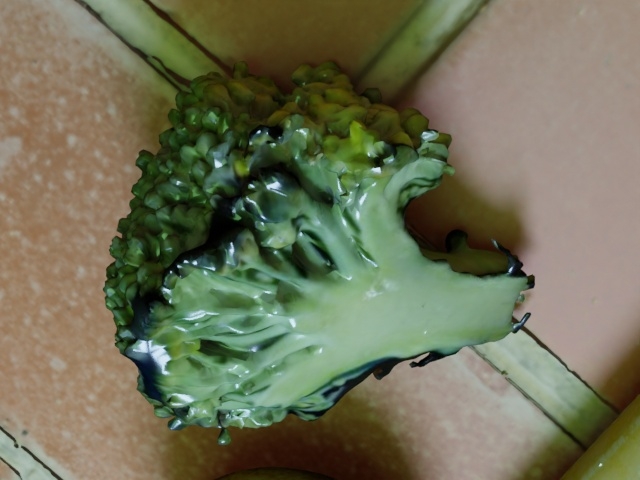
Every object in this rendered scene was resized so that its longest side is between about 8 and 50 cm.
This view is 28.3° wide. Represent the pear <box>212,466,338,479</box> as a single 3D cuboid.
[{"bbox_3d":[-0.023,0.255,0.849,0.197,0.197,0.197,5,112,12],"label":"pear"}]

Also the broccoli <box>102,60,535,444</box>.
[{"bbox_3d":[-0.015,-0.008,0.786,0.180,0.273,0.242,54,136,39],"label":"broccoli"}]

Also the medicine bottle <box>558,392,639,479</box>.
[{"bbox_3d":[0.205,0.155,0.795,0.108,0.108,0.426,36,116,-2],"label":"medicine bottle"}]
